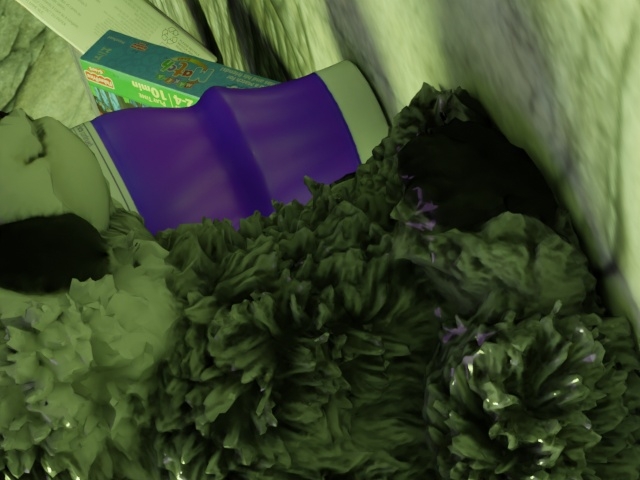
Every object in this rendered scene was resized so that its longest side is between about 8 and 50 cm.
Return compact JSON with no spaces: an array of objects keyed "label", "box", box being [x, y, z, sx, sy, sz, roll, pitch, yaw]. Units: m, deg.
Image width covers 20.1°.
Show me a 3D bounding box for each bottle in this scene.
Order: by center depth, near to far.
[{"label":"bottle","box":[-0.101,-0.007,0.907,0.118,0.282,0.092,-123,13,-46]}]

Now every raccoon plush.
[{"label":"raccoon plush","box":[-0.013,0.142,0.712,0.216,0.299,0.446,103,142,-76]}]

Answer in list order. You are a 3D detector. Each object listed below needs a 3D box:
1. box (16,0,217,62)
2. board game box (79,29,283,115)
[{"label":"box","box":[-0.221,-0.215,1.358,0.324,0.067,0.063,38,-177,-16]},{"label":"board game box","box":[-0.065,-0.033,1.219,0.160,0.039,0.211,20,144,33]}]
